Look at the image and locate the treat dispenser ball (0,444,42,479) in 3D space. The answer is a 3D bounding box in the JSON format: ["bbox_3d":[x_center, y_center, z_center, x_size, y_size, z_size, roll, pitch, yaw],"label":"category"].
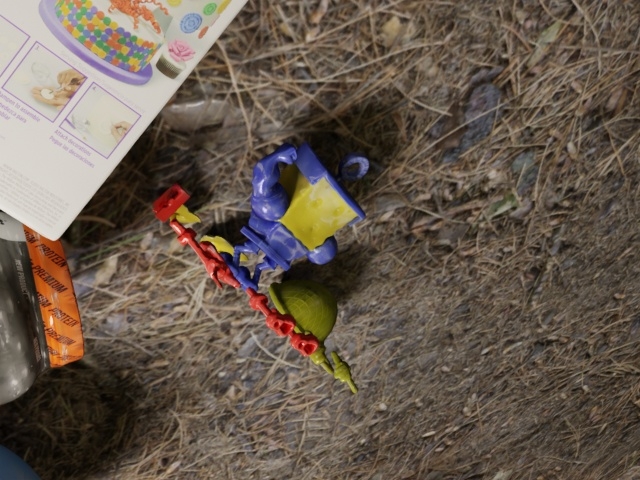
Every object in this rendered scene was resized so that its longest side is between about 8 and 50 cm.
[{"bbox_3d":[-0.436,0.358,0.984,0.288,0.288,0.288,-17,132,-20],"label":"treat dispenser ball"}]

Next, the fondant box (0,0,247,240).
[{"bbox_3d":[-0.233,-0.198,0.763,0.238,0.096,0.330,36,103,-26],"label":"fondant box"}]

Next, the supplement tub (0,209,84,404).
[{"bbox_3d":[-0.411,0.081,0.837,0.337,0.207,0.207,-15,131,-22],"label":"supplement tub"}]

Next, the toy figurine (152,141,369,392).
[{"bbox_3d":[0.000,0.000,1.057,0.217,0.191,0.362,-45,136,0],"label":"toy figurine"}]

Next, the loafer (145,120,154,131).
[{"bbox_3d":[-0.244,-0.094,0.909,0.170,0.062,0.061,-34,140,-3],"label":"loafer"}]
